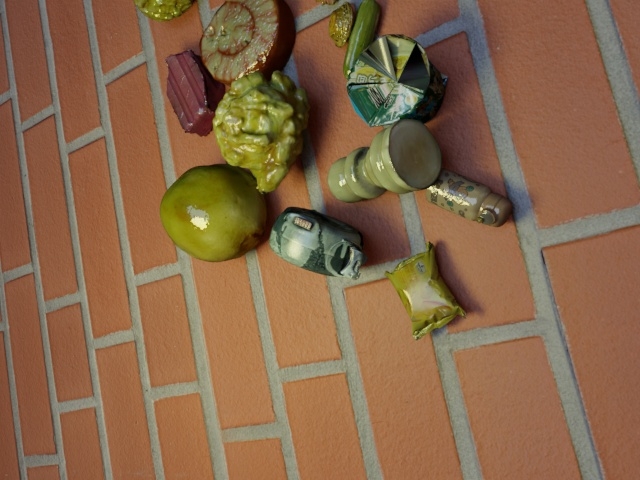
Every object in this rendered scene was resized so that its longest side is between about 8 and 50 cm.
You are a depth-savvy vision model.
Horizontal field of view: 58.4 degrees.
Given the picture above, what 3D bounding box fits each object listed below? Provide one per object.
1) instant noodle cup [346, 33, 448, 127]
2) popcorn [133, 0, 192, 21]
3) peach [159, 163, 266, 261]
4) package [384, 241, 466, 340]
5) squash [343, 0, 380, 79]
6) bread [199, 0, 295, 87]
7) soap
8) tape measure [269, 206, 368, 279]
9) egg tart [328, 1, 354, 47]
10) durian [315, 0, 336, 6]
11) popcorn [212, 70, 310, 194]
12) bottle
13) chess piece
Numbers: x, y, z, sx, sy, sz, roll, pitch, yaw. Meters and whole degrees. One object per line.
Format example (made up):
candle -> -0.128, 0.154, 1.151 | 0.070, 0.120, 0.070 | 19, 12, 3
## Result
instant noodle cup -> 0.213, -0.403, 1.510 | 0.240, 0.178, 0.240 | -1, 88, 32
popcorn -> -0.555, -0.887, 1.980 | 0.259, 0.212, 0.258 | 1, 92, 24
peach -> -0.333, -0.084, 1.778 | 0.314, 0.281, 0.315 | -41, 78, 18
package -> 0.274, 0.135, 1.511 | 0.168, 0.090, 0.226 | -35, 69, 24
squash -> 0.116, -0.574, 1.640 | 0.069, 0.069, 0.238 | 21, 100, 30
bread -> -0.234, -0.645, 1.828 | 0.327, 0.114, 0.295 | -48, 67, 20
soap -> -0.433, -0.519, 1.945 | 0.182, 0.112, 0.289 | -38, 70, 24
tape measure -> 0.000, 0.000, 1.588 | 0.275, 0.256, 0.147 | 21, 99, 3
egg tart -> 0.057, -0.624, 1.653 | 0.130, 0.052, 0.130 | -176, 90, -70
durian -> 0.027, -0.806, 1.681 | 0.132, 0.165, 0.182 | 27, 131, -2
popcorn -> -0.176, -0.329, 1.687 | 0.279, 0.274, 0.335 | 34, 79, -11
bottle -> 0.374, -0.101, 1.445 | 0.209, 0.110, 0.097 | 28, 134, 29
chess piece -> 0.145, -0.187, 1.527 | 0.330, 0.183, 0.182 | -16, 80, 56
